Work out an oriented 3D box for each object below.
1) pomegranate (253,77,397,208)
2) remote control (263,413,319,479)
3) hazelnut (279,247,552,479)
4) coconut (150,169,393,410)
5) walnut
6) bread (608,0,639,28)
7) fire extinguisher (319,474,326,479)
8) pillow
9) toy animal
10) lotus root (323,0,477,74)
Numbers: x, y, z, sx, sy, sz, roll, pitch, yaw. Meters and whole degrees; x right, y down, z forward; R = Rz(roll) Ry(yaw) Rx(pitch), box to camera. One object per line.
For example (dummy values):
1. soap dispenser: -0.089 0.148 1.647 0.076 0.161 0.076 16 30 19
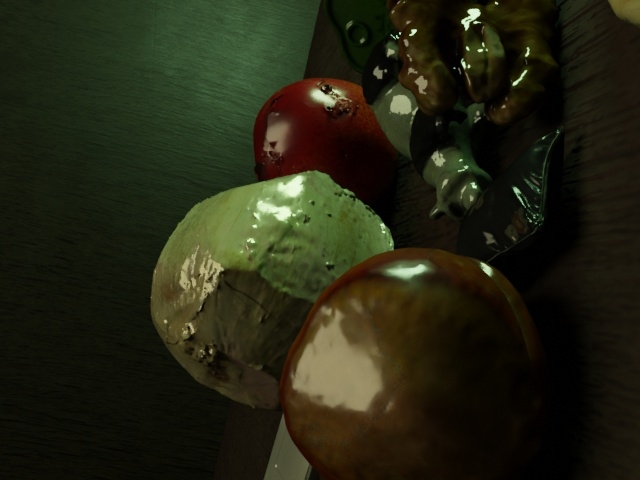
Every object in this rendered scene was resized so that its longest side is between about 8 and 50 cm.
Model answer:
1. pomegranate: 0.008 -0.121 1.010 0.235 0.210 0.210 47 -129 -68
2. remote control: -0.035 0.351 0.974 0.103 0.055 0.277 38 115 57
3. hazelnut: 0.071 0.095 0.473 0.182 0.182 0.182 -167 90 -81
4. coconut: -0.062 0.075 0.891 0.297 0.297 0.255 114 169 -49
5. walnut: 0.120 -0.162 0.580 0.069 0.142 0.170 103 176 -62
6. bread: 0.215 -0.205 0.258 0.316 0.054 0.316 -173 90 -72
7. fire extinguisher: 0.056 0.210 0.554 0.344 0.102 0.138 -97 24 -64
8. pillow: 0.138 -0.010 0.541 0.150 0.048 0.091 115 162 -60
9. toy animal: 0.105 -0.115 0.666 0.225 0.093 0.121 62 153 31
10. lotus root: 0.115 -0.277 0.780 0.186 0.186 0.186 -167 90 -81
